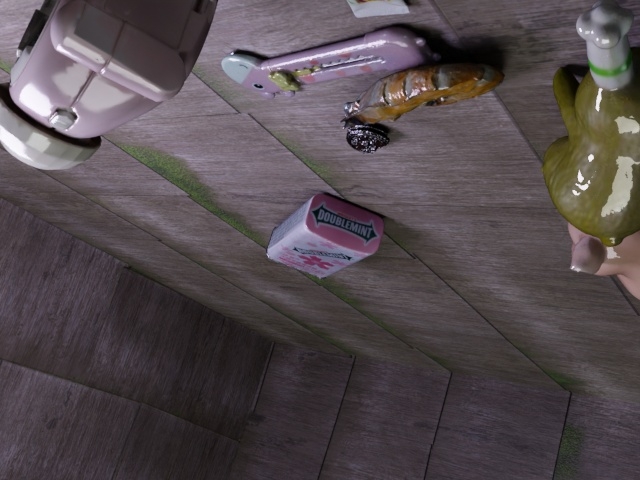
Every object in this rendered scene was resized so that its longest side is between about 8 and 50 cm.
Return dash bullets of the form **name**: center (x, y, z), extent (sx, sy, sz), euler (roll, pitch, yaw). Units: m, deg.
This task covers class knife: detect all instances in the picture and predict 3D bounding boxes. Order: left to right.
- **knife**: center (0.001, -0.269, 1.199), extent (0.399, 0.038, 0.132), euler (-1, 158, 43)

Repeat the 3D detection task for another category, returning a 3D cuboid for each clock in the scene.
- **clock**: center (-0.276, -0.271, 0.985), extent (0.184, 0.342, 0.326), euler (34, 148, -30)

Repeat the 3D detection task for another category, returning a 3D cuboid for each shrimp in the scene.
- **shrimp**: center (0.144, -0.213, 1.158), extent (0.164, 0.062, 0.317), euler (-2, 177, -32)

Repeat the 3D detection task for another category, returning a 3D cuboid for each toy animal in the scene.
- **toy animal**: center (0.386, -0.163, 0.978), extent (0.181, 0.180, 0.363), euler (7, 139, 12)
- **toy animal**: center (0.519, -0.012, 1.282), extent (0.256, 0.195, 0.213), euler (24, -173, -15)

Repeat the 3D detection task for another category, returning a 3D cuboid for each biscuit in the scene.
- **biscuit**: center (0.088, -0.183, 1.398), extent (0.089, 0.027, 0.087), euler (8, 160, 28)

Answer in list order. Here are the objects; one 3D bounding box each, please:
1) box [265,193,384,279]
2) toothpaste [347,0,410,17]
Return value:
- **box**: center (0.000, 0.000, 1.907), extent (0.190, 0.112, 0.370), euler (22, 162, -11)
- **toothpaste**: center (0.016, -0.356, 0.909), extent (0.058, 0.056, 0.314), euler (54, -171, 33)
